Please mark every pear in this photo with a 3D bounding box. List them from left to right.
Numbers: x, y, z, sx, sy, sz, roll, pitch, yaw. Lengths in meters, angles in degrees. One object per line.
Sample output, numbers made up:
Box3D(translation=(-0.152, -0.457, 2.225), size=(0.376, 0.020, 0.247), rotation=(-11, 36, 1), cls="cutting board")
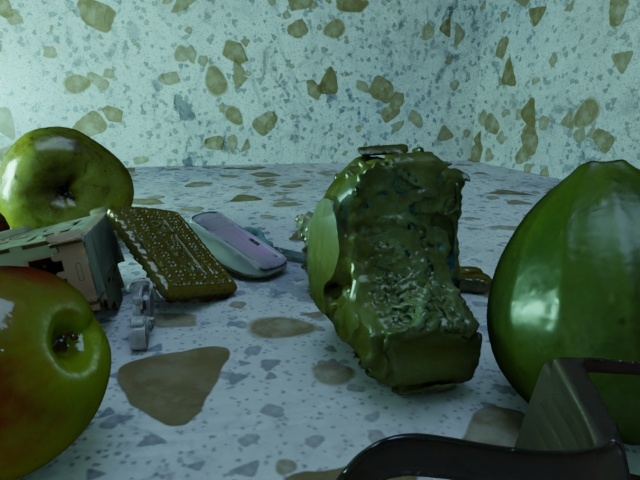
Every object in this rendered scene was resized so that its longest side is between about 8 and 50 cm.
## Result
Box3D(translation=(-0.629, -0.121, 1.250), size=(0.304, 0.304, 0.304), rotation=(1, 16, 0), cls="pear")

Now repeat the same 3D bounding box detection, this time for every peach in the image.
Box3D(translation=(-0.330, 0.127, 0.494), size=(0.231, 0.231, 0.231), rotation=(1, 16, 0), cls="peach")

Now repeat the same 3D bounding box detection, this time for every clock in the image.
Box3D(translation=(-0.280, 0.114, 0.792), size=(0.041, 0.087, 0.129), rotation=(-2, 24, -12), cls="clock")

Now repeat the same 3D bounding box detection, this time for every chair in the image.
Box3D(translation=(0.167, 0.189, 0.388), size=(0.326, 0.176, 0.183), rotation=(9, 25, 4), cls="chair")

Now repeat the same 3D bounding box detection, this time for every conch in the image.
Box3D(translation=(0.051, 0.025, 1.012), size=(0.245, 0.163, 0.178), rotation=(34, 40, 7), cls="conch")

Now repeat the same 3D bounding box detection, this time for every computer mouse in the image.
Box3D(translation=(-0.186, 0.015, 1.118), size=(0.245, 0.056, 0.126), rotation=(31, 29, 21), cls="computer mouse")

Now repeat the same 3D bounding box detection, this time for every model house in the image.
Box3D(translation=(-0.478, 0.058, 0.857), size=(0.244, 0.169, 0.326), rotation=(-11, 14, -14), cls="model house")

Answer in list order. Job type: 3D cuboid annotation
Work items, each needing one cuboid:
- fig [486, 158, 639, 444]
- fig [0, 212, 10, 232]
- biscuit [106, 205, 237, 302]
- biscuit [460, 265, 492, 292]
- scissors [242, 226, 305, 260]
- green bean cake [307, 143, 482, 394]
Box3D(translation=(0.343, 0.060, 0.592), size=(0.316, 0.316, 0.316), rotation=(1, 16, 0), cls="fig")
Box3D(translation=(-0.710, 0.007, 0.983), size=(0.205, 0.205, 0.205), rotation=(1, 16, 0), cls="fig")
Box3D(translation=(-0.280, 0.019, 0.964), size=(0.254, 0.029, 0.172), rotation=(47, 24, 27), cls="biscuit")
Box3D(translation=(0.260, 0.090, 0.988), size=(0.183, 0.039, 0.174), rotation=(-3, 15, -11), cls="biscuit")
Box3D(translation=(-0.114, 0.028, 1.211), size=(0.360, 0.029, 0.191), rotation=(13, 24, 24), cls="scissors")
Box3D(translation=(0.095, 0.025, 0.707), size=(0.202, 0.310, 0.285), rotation=(-1, 13, -14), cls="green bean cake")
